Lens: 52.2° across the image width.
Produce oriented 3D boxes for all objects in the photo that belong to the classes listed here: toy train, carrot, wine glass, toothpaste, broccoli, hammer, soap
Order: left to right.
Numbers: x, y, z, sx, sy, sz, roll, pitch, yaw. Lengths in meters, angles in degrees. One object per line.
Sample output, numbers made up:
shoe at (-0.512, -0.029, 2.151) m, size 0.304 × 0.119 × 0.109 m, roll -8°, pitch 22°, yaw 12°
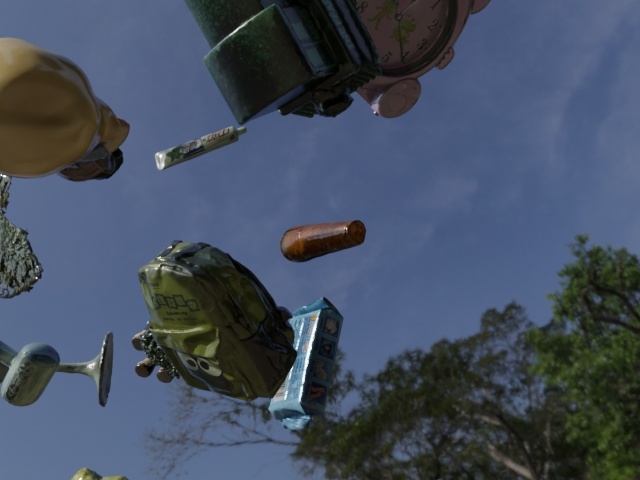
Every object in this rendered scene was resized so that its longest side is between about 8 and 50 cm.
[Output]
hammer at (-0.548, 0.194, 1.117) m, size 0.194 × 0.069 × 0.116 m, roll 34°, pitch -74°, yaw -1°
wine glass at (-0.772, 0.335, 1.736) m, size 0.407 × 0.267 × 0.267 m, roll 4°, pitch -44°, yaw -9°
broccoli at (-0.219, 0.164, 1.142) m, size 0.167 × 0.160 × 0.154 m, roll -41°, pitch -62°, yaw 4°
toothpaste at (-0.287, -0.227, 1.575) m, size 0.234 × 0.060 × 0.038 m, roll -21°, pitch -35°, yaw 0°
toy train at (-0.071, -0.278, 0.716) m, size 0.139 × 0.178 × 0.330 m, roll -25°, pitch -82°, yaw 35°
soap at (-0.034, 0.285, 1.497) m, size 0.077 × 0.293 × 0.156 m, roll 26°, pitch -27°, yaw -24°
carrot at (0.000, 0.000, 0.923) m, size 0.055 × 0.055 × 0.162 m, roll 17°, pitch -16°, yaw -33°

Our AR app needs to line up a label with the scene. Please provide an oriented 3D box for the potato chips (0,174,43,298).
potato chips at (-0.476, -0.022, 0.971) m, size 0.202 × 0.219 × 0.029 m, roll 4°, pitch 5°, yaw 38°

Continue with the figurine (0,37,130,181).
figurine at (-0.226, -0.098, 0.567) m, size 0.108 × 0.114 × 0.196 m, roll -52°, pitch -8°, yaw 1°

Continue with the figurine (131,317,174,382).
figurine at (-0.357, 0.198, 1.733) m, size 0.241 × 0.305 × 0.412 m, roll -2°, pitch 2°, yaw 15°

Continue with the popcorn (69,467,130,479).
popcorn at (-0.330, 0.483, 0.956) m, size 0.277 × 0.225 × 0.276 m, roll -20°, pitch -52°, yaw -27°

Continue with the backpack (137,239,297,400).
backpack at (-0.152, 0.110, 0.950) m, size 0.207 × 0.140 × 0.253 m, roll 0°, pitch -53°, yaw 37°

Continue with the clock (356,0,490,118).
clock at (0.140, -0.414, 1.173) m, size 0.322 × 0.113 × 0.296 m, roll -45°, pitch -50°, yaw 12°
